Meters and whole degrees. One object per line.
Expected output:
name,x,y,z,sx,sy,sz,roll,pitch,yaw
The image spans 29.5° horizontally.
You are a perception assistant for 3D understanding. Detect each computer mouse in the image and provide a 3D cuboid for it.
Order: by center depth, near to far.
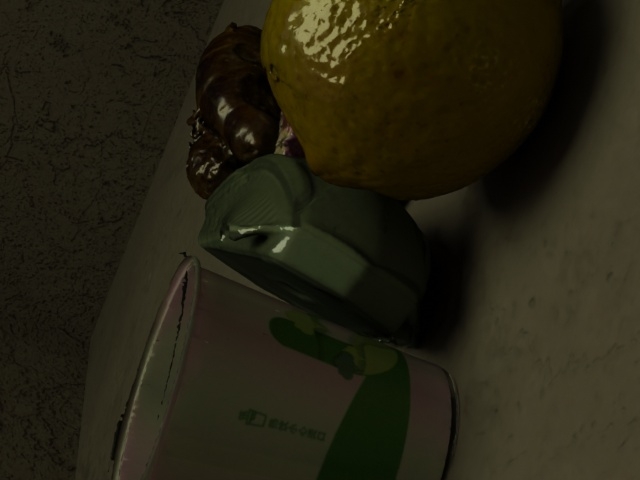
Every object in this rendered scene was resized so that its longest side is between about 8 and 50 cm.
computer mouse,0.001,-0.003,1.305,0.145,0.228,0.429,-62,15,-8

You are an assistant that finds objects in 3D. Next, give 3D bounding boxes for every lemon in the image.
lemon,0.084,-0.175,1.116,0.293,0.293,0.293,-161,90,-75

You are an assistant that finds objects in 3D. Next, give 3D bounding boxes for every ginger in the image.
ginger,-0.156,-0.224,2.210,0.254,0.176,0.418,-53,28,35

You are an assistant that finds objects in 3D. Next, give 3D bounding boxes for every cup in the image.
cup,-0.039,0.170,1.121,0.253,0.274,0.253,-161,90,-77

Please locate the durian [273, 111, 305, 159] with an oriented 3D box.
durian,0.050,-0.140,1.422,0.112,0.191,0.341,-54,-16,-54
